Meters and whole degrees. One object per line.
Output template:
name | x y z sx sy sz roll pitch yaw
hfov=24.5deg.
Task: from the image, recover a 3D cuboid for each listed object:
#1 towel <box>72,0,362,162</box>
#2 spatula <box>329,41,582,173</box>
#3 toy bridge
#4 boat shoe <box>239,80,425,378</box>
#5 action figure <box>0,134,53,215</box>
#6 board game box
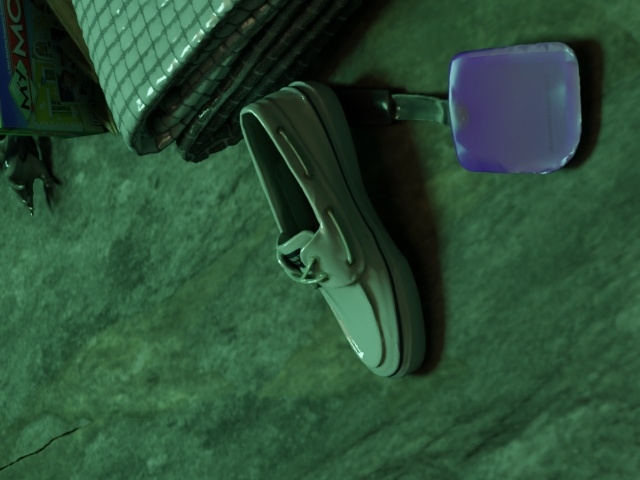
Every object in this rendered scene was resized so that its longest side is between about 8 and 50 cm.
towel | -0.072 -0.228 1.093 0.283 0.121 0.235 -44 54 38
spatula | 0.061 -0.091 1.025 0.296 0.030 0.084 7 106 52
toy bridge | -0.196 -0.155 1.243 0.063 0.026 0.188 40 162 39
boat shoe | 0.000 0.000 1.056 0.083 0.075 0.226 -27 84 56
action figure | -0.336 -0.078 1.395 0.275 0.164 0.141 -25 77 61
board game box | -0.260 -0.247 1.248 0.046 0.213 0.317 -6 92 14
